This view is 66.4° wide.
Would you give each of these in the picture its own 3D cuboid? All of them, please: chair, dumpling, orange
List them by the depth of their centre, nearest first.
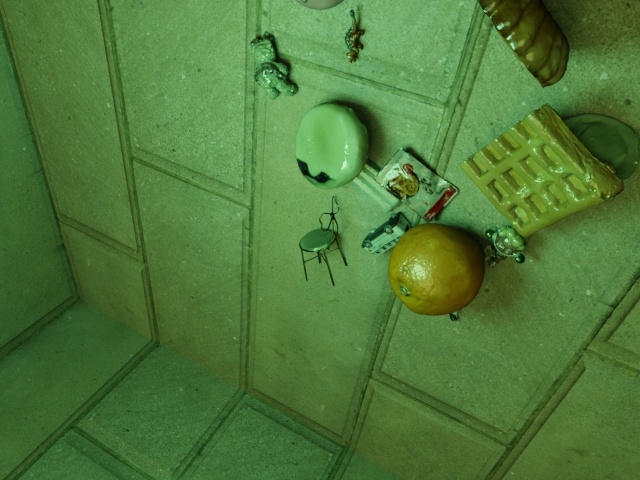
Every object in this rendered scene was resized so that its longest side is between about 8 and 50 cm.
[{"bbox_3d":[0.706,-0.236,1.263,0.219,0.152,0.108,40,158,13],"label":"dumpling"},{"bbox_3d":[0.369,0.094,1.586,0.312,0.312,0.312,17,129,22],"label":"orange"},{"bbox_3d":[0.000,0.000,1.855,0.170,0.160,0.325,5,128,29],"label":"chair"}]

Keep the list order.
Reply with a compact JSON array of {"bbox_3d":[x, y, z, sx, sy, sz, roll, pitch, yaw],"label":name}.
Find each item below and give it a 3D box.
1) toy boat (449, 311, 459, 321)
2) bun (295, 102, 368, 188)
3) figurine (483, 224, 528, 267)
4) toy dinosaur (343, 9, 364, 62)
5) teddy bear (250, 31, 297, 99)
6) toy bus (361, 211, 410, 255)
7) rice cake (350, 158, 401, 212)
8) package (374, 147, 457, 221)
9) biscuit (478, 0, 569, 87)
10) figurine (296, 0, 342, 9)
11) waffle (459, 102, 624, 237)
[{"bbox_3d":[0.495,0.264,1.806,0.038,0.038,0.083,0,121,33],"label":"toy boat"},{"bbox_3d":[0.053,-0.303,1.587,0.283,0.179,0.283,5,97,44],"label":"bun"},{"bbox_3d":[0.576,0.022,1.539,0.147,0.093,0.197,42,136,14],"label":"figurine"},{"bbox_3d":[0.096,-0.593,1.430,0.055,0.049,0.154,19,135,25],"label":"toy dinosaur"},{"bbox_3d":[-0.174,-0.554,1.588,0.133,0.111,0.213,-7,119,32],"label":"teddy bear"},{"bbox_3d":[0.233,-0.015,1.740,0.089,0.087,0.194,40,134,-12],"label":"toy bus"},{"bbox_3d":[0.186,-0.189,1.673,0.211,0.038,0.124,43,134,-3],"label":"rice cake"},{"bbox_3d":[0.309,-0.180,1.585,0.239,0.030,0.154,35,125,-5],"label":"package"},{"bbox_3d":[0.451,-0.494,1.088,0.107,0.326,0.326,-35,99,36],"label":"biscuit"},{"bbox_3d":[0.009,-0.734,1.289,0.270,0.261,0.211,35,161,5],"label":"figurine"},{"bbox_3d":[0.573,-0.171,1.312,0.304,0.077,0.348,51,157,3],"label":"waffle"}]
